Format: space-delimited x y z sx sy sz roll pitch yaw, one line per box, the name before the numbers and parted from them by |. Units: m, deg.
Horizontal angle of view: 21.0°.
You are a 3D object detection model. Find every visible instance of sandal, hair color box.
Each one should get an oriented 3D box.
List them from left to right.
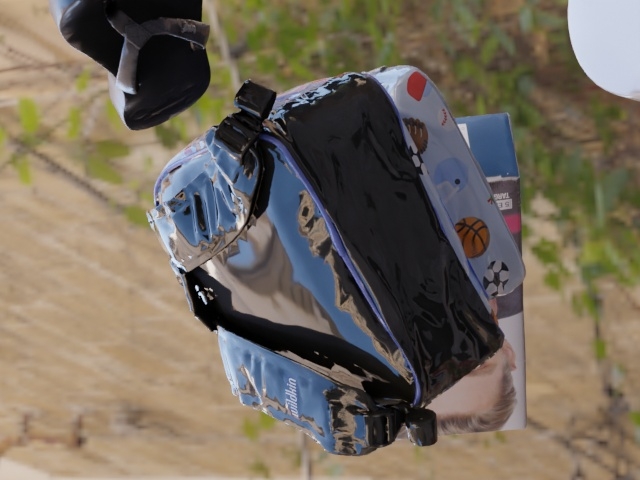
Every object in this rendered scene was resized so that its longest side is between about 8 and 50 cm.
sandal | -0.109 -0.130 1.150 0.054 0.097 0.254 58 178 17
hair color box | 0.115 0.045 1.721 0.105 0.174 0.347 -92 -4 -48

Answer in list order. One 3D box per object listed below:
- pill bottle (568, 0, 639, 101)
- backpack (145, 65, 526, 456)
pill bottle | 0.397 -0.173 1.435 0.363 0.210 0.210 9 -101 -35
backpack | 0.000 0.000 1.282 0.213 0.263 0.276 -30 -79 -34
